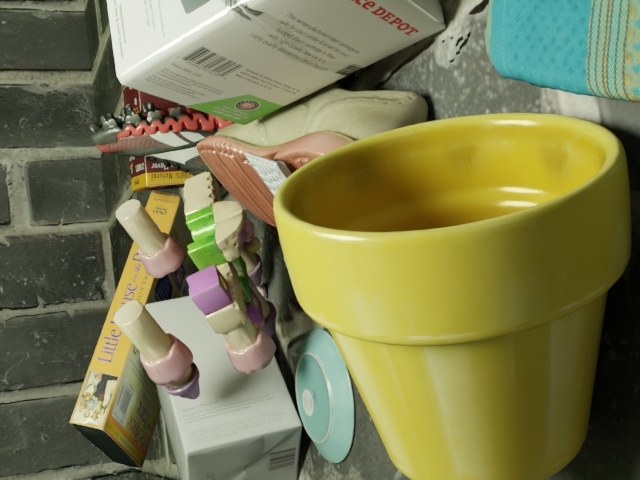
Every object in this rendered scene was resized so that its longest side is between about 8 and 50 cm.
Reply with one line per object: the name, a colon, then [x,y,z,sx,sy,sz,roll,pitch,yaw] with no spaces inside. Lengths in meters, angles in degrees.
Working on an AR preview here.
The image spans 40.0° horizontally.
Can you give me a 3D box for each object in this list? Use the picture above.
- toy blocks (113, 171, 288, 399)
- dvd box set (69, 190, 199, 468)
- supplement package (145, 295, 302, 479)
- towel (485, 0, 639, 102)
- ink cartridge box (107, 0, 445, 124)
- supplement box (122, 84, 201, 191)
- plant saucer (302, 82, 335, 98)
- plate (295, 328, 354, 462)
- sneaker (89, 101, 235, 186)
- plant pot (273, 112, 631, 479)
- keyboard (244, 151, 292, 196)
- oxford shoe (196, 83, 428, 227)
toy blocks: [-0.103,0.066,1.260,0.288,0.309,0.260,-104,-11,-49]
dvd box set: [-0.308,0.166,1.558,0.307,0.062,0.420,86,-164,-65]
supplement package: [-0.159,0.242,1.387,0.177,0.175,0.293,96,156,-44]
towel: [0.234,-0.222,0.570,0.370,0.040,0.271,-148,56,-60]
ink cartridge box: [-0.045,-0.233,0.877,0.273,0.198,0.114,-21,72,31]
supplement box: [-0.211,-0.185,1.430,0.129,0.192,0.194,179,86,-67]
plant saucer: [-0.101,-0.300,1.119,0.332,0.084,0.332,30,130,44]
plate: [-0.002,0.218,1.227,0.188,0.024,0.188,175,90,-66]
sneaker: [-0.198,-0.139,1.304,0.097,0.276,0.135,-135,41,-63]
plant pot: [0.110,0.052,0.677,0.254,0.254,0.238,-146,40,-62]
keyboard: [0.000,0.000,0.992,0.072,0.014,0.256,16,148,52]
oxford shoe: [-0.016,-0.105,1.046,0.397,0.146,0.140,12,145,56]
